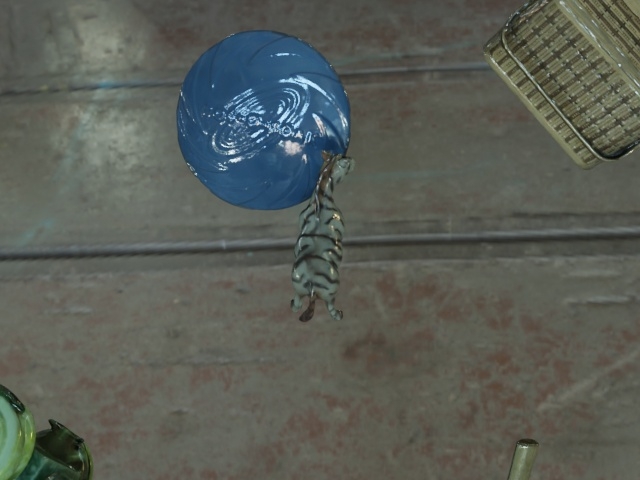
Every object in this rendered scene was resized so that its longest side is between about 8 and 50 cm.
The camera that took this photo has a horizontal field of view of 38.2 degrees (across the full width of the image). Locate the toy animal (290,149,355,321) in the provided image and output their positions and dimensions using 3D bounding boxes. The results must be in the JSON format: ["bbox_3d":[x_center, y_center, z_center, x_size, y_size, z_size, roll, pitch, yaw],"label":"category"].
[{"bbox_3d":[0.002,0.000,1.397,0.090,0.170,0.255,3,80,5],"label":"toy animal"}]

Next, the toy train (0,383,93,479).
[{"bbox_3d":[-0.332,0.206,0.807,0.272,0.159,0.188,23,71,23],"label":"toy train"}]

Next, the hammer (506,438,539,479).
[{"bbox_3d":[0.134,0.235,0.688,0.062,0.199,0.013,3,19,-23],"label":"hammer"}]

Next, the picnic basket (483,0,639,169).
[{"bbox_3d":[0.390,-0.269,1.180,0.228,0.175,0.313,48,55,-3],"label":"picnic basket"}]

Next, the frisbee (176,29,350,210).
[{"bbox_3d":[-0.095,-0.185,1.461,0.290,0.289,0.049,1,12,9],"label":"frisbee"}]
